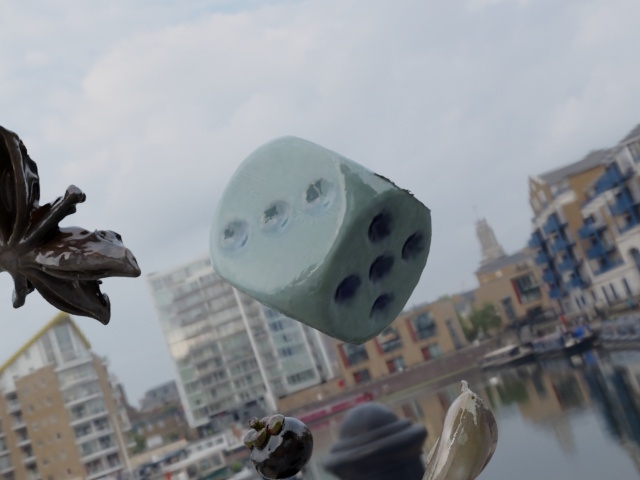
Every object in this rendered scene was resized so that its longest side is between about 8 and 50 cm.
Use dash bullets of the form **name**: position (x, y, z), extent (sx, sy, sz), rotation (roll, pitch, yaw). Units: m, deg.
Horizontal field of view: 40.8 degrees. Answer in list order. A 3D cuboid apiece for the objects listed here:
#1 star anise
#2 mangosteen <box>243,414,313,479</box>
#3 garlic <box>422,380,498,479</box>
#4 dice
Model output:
- **star anise**: position (-0.337, 0.000, 1.058), extent (0.198, 0.257, 0.110), rotation (-40, 19, 29)
- **mangosteen**: position (-0.091, 0.413, 1.754), extent (0.137, 0.151, 0.137), rotation (-41, 16, 14)
- **garlic**: position (0.258, 0.383, 1.565), extent (0.110, 0.228, 0.217), rotation (21, 19, 11)
- **dice**: position (0.000, 0.000, 1.409), extent (0.265, 0.268, 0.262), rotation (29, -91, -54)
